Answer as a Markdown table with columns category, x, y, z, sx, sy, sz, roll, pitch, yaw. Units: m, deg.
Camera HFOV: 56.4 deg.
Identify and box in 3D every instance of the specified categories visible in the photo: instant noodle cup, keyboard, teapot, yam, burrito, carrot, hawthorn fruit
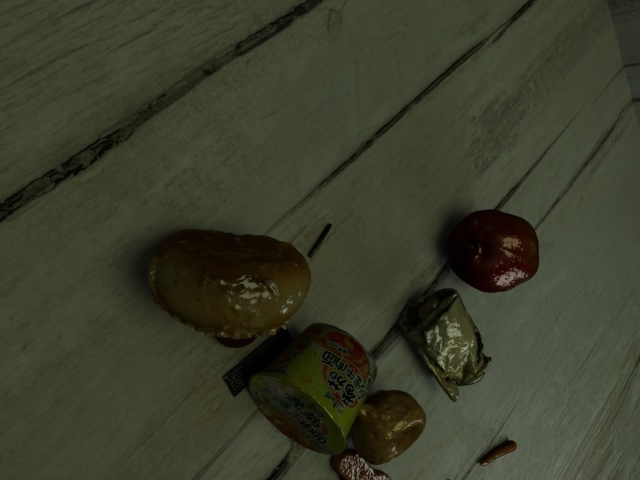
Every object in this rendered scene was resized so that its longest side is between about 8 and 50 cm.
| category | x | y | z | sx | sy | sz | roll | pitch | yaw |
| --- | --- | --- | --- | --- | --- | --- | --- | --- | --- |
| instant noodle cup | -0.005 | 0.327 | 1.372 | 0.200 | 0.264 | 0.264 | -48 | 121 | -35 |
| keyboard | -0.141 | 0.280 | 1.400 | 0.198 | 0.010 | 0.063 | -38 | 118 | -31 |
| teapot | -0.172 | 0.190 | 1.323 | 0.129 | 0.078 | 0.098 | 0 | 93 | -40 |
| yam | 0.000 | 0.000 | 1.492 | 0.014 | 0.014 | 0.107 | 46 | 66 | -32 |
| burrito | 0.361 | 0.302 | 1.733 | 0.190 | 0.135 | 0.331 | -43 | 122 | -19 |
| carrot | 0.599 | 0.722 | 2.026 | 0.190 | 0.037 | 0.037 | -10 | 99 | -35 |
| teapot | 0.165 | 0.474 | 1.582 | 0.203 | 0.167 | 0.311 | -46 | 144 | 4 |
| hawthorn fruit | 0.491 | 0.026 | 1.740 | 0.300 | 0.254 | 0.253 | 17 | 82 | -51 |

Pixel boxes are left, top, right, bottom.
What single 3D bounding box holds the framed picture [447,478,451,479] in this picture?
| category | x | y | z | sx | sy | sz | roll | pitch | yaw |
| --- | --- | --- | --- | --- | --- | --- | --- | --- | --- |
| framed picture | 0.419 | 0.800 | 1.898 | 0.089 | 0.007 | 0.066 | 35 | 71 | -36 |

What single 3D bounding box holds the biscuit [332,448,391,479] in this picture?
| category | x | y | z | sx | sy | sz | roll | pitch | yaw |
| --- | --- | --- | --- | --- | --- | --- | --- | --- | --- |
| biscuit | 0.108 | 0.704 | 1.611 | 0.334 | 0.047 | 0.202 | 47 | 66 | -29 |

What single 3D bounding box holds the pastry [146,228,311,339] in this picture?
| category | x | y | z | sx | sy | sz | roll | pitch | yaw |
| --- | --- | --- | --- | --- | --- | --- | --- | --- | --- |
| pastry | -0.182 | 0.095 | 1.182 | 0.316 | 0.284 | 0.184 | 5 | 108 | -15 |
